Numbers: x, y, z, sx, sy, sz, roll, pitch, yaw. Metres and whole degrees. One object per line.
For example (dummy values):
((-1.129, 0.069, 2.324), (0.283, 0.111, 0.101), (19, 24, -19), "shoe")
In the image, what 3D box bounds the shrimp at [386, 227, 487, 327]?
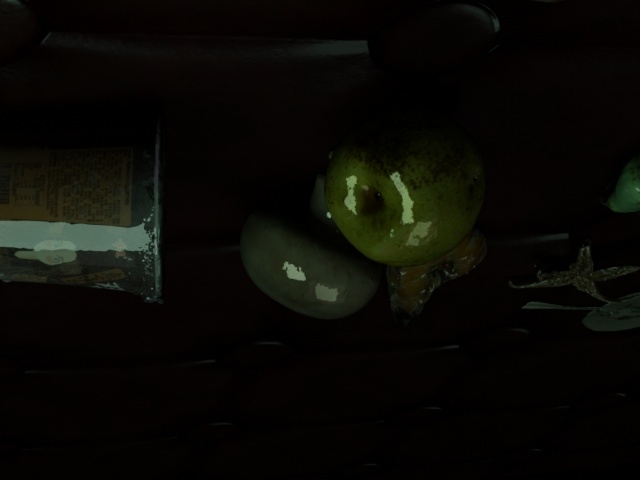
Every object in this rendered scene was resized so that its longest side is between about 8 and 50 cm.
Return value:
((0.183, 0.057, 1.795), (0.164, 0.062, 0.317), (-8, 153, -9), "shrimp")

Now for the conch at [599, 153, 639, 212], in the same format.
((0.472, -0.079, 1.600), (0.106, 0.079, 0.170), (0, 170, -8), "conch")

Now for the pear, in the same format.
((0.110, -0.069, 1.350), (0.197, 0.197, 0.197), (-8, 155, -4), "pear")

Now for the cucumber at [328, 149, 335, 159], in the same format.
((0.082, -0.092, 1.462), (0.168, 0.039, 0.039), (7, 150, -29), "cucumber")

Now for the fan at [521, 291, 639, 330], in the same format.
((0.560, 0.138, 2.159), (0.415, 0.012, 0.233), (3, 152, -26), "fan")

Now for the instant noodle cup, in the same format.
((-0.278, -0.038, 1.261), (0.207, 0.217, 0.217), (1, 154, -7), "instant noodle cup")

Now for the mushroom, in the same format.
((0.000, 0.000, 1.496), (0.204, 0.204, 0.204), (-8, 155, -4), "mushroom")

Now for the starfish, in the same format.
((0.443, 0.062, 1.909), (0.213, 0.057, 0.238), (-17, 151, 34), "starfish")
